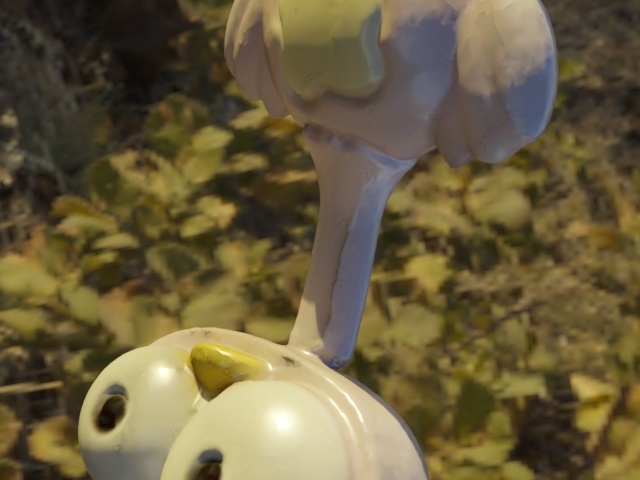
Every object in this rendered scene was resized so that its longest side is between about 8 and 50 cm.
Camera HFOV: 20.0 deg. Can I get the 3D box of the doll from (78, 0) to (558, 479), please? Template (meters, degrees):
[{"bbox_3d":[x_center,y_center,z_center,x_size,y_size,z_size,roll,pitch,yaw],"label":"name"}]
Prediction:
[{"bbox_3d":[0.001,0.000,0.676,0.094,0.160,0.365,20,89,-49],"label":"doll"}]
